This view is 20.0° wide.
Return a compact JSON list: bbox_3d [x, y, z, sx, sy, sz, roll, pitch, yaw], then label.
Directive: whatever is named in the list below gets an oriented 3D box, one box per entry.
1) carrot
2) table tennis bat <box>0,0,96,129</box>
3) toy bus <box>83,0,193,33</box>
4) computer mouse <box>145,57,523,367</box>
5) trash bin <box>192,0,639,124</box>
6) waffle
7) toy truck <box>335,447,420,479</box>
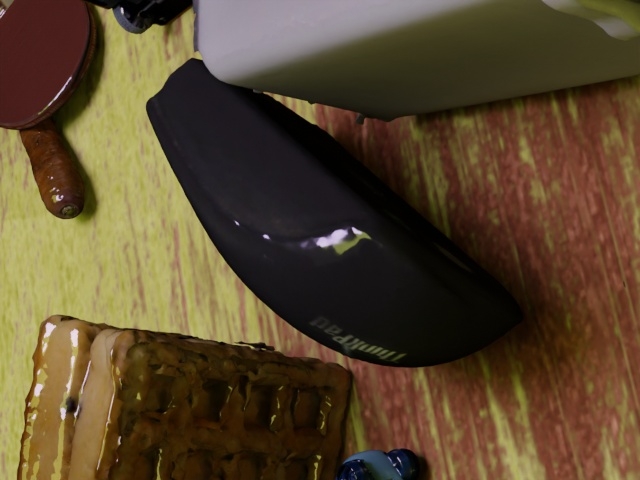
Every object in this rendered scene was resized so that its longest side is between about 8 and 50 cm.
[{"bbox_3d":[-0.221,-0.077,1.450,0.035,0.036,0.165,-51,46,25],"label":"carrot"},{"bbox_3d":[-0.253,-0.169,1.493,0.130,0.019,0.220,-51,45,5],"label":"table tennis bat"},{"bbox_3d":[-0.167,-0.221,1.311,0.083,0.194,0.088,-30,59,36],"label":"toy bus"},{"bbox_3d":[0.000,0.000,1.122,0.100,0.170,0.269,-52,47,6],"label":"computer mouse"},{"bbox_3d":[0.089,-0.199,1.007,0.368,0.296,0.255,-12,75,49],"label":"trash bin"},{"bbox_3d":[-0.095,0.212,1.148,0.091,0.213,0.308,7,86,43],"label":"waffle"},{"bbox_3d":[0.030,0.179,1.148,0.073,0.056,0.090,59,135,26],"label":"toy truck"}]
